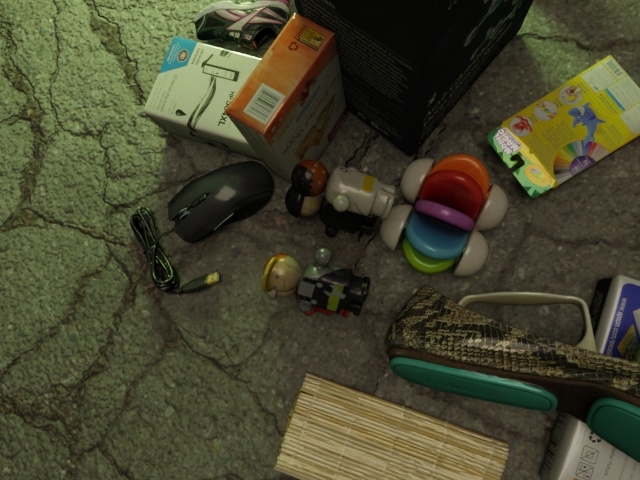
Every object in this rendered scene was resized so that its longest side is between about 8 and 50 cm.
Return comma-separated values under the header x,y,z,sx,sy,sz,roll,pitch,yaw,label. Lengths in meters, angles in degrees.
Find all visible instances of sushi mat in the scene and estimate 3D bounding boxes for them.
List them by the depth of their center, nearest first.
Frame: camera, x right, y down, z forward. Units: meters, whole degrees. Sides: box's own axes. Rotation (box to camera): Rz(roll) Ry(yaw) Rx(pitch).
x,y,z,sx,sy,sz,roll,pitch,yaw,label
0.098,0.317,0.645,0.317,0.019,0.151,16,84,10,sushi mat

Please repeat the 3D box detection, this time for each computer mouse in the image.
x,y,z,sx,sy,sz,roll,pitch,yaw,label
-0.191,-0.021,0.724,0.262,0.060,0.183,-23,77,4,computer mouse

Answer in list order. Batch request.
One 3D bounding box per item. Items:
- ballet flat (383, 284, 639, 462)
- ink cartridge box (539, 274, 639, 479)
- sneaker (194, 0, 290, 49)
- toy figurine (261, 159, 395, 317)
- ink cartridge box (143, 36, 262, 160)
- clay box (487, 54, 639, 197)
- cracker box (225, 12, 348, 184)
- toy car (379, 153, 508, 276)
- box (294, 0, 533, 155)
x,y,z,sx,sy,sz,roll,pitch,yaw,label
0.318,0.155,0.530,0.483,0.164,0.182,16,62,30,ballet flat
0.497,0.238,0.578,0.308,0.072,0.303,20,82,9,ink cartridge box
-0.139,-0.377,0.776,0.179,0.072,0.077,-8,90,13,sneaker
0.000,0.000,0.615,0.148,0.209,0.212,17,82,0,toy figurine
-0.169,-0.241,0.746,0.203,0.086,0.148,18,83,12,ink cartridge box
0.378,-0.165,0.670,0.222,0.053,0.127,-32,78,3,clay box
-0.034,-0.185,0.641,0.067,0.232,0.155,33,87,11,cracker box
0.181,-0.040,0.634,0.159,0.136,0.181,24,84,11,toy car
0.138,-0.341,0.560,0.212,0.395,0.293,40,88,13,box
